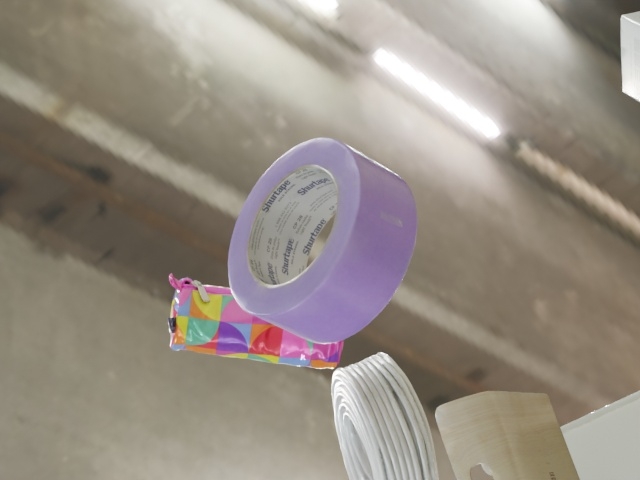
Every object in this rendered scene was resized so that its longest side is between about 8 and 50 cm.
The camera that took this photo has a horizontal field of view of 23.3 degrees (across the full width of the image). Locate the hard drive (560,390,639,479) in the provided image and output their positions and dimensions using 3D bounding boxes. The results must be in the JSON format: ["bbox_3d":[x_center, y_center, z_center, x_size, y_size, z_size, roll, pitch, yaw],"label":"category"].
[{"bbox_3d":[0.455,0.293,2.036,0.040,0.308,0.203,90,155,-70],"label":"hard drive"}]

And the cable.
[{"bbox_3d":[0.086,0.286,2.123,0.257,0.089,0.257,-121,20,-53],"label":"cable"}]

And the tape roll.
[{"bbox_3d":[0.000,0.000,1.514,0.080,0.189,0.189,28,-144,-36],"label":"tape roll"}]

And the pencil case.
[{"bbox_3d":[-0.084,0.106,2.003,0.236,0.104,0.104,8,-140,-6],"label":"pencil case"}]

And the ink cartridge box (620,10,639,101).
[{"bbox_3d":[0.330,-0.139,1.226,0.175,0.127,0.072,-127,26,-65],"label":"ink cartridge box"}]

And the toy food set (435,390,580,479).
[{"bbox_3d":[0.228,0.292,1.779,0.306,0.092,0.219,13,-124,-65],"label":"toy food set"}]
